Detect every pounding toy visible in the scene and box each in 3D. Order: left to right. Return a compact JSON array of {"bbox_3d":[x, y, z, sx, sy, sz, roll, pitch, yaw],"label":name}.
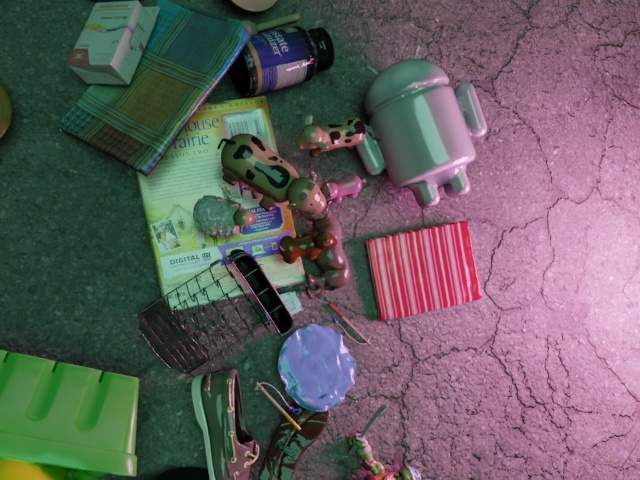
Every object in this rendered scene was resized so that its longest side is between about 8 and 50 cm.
[{"bbox_3d":[-0.172,-0.582,1.247,0.183,0.110,0.237,-37,124,-27],"label":"pounding toy"}]

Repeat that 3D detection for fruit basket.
[{"bbox_3d":[-0.505,0.391,0.944,0.391,0.283,0.392,7,68,-17],"label":"fruit basket"}]

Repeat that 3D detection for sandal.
[{"bbox_3d":[-0.059,0.433,1.177,0.090,0.060,0.219,27,67,4],"label":"sandal"}]

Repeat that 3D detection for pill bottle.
[{"bbox_3d":[-0.085,-0.401,1.221,0.219,0.123,0.123,-23,91,-25],"label":"pill bottle"}]

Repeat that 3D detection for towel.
[{"bbox_3d":[-0.335,-0.328,1.122,0.271,0.040,0.370,27,76,25],"label":"towel"},{"bbox_3d":[0.249,0.070,1.319,0.274,0.031,0.199,-10,89,-14],"label":"towel"}]

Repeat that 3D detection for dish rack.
[{"bbox_3d":[-0.214,0.156,1.110,0.271,0.074,0.208,-32,116,-6],"label":"dish rack"}]

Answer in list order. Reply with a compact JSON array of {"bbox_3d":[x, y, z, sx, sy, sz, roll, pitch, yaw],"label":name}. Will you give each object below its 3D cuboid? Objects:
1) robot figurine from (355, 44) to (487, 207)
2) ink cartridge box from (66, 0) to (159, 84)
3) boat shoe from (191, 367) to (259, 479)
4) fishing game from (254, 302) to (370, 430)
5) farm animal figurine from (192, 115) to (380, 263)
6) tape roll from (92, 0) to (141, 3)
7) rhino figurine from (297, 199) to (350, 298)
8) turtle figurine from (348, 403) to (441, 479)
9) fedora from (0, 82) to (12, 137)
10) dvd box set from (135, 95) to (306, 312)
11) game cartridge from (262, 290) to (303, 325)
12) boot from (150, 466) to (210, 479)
[{"bbox_3d":[0.221,-0.253,1.255,0.299,0.200,0.354,-19,90,-2],"label":"robot figurine"},{"bbox_3d":[-0.418,-0.419,1.129,0.115,0.067,0.198,7,69,21],"label":"ink cartridge box"},{"bbox_3d":[-0.178,0.412,1.118,0.091,0.109,0.305,-16,85,5],"label":"boat shoe"},{"bbox_3d":[-0.007,0.277,1.214,0.189,0.041,0.264,44,61,-6],"label":"fishing game"},{"bbox_3d":[-0.057,-0.130,1.111,0.326,0.172,0.331,18,79,-11],"label":"farm animal figurine"},{"bbox_3d":[-0.442,-0.601,1.171,0.188,0.080,0.189,1,84,-14],"label":"tape roll"},{"bbox_3d":[0.000,0.000,1.235,0.106,0.073,0.244,-11,86,-13],"label":"rhino figurine"},{"bbox_3d":[0.077,0.496,1.147,0.266,0.275,0.198,-23,57,-12],"label":"turtle figurine"},{"bbox_3d":[-0.699,-0.247,1.064,0.194,0.079,0.195,3,83,-21],"label":"fedora"},{"bbox_3d":[-0.223,-0.082,1.188,0.307,0.062,0.421,-13,88,-16],"label":"dvd box set"},{"bbox_3d":[-0.085,0.147,1.226,0.083,0.017,0.056,-24,94,-16],"label":"game cartridge"},{"bbox_3d":[-0.317,0.557,1.088,0.236,0.085,0.179,0,111,-43],"label":"boot"}]
